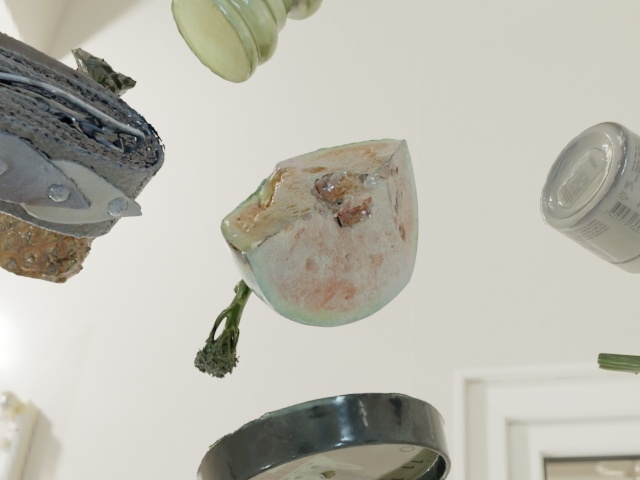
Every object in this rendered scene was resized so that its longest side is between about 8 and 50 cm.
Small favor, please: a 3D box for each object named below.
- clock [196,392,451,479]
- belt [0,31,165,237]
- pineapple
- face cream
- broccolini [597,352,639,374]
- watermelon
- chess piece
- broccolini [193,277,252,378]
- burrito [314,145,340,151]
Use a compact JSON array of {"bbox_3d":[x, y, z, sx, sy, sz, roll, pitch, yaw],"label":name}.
[{"bbox_3d":[0.010,0.351,1.471,0.386,0.386,0.076,63,-169,-56],"label":"clock"},{"bbox_3d":[-0.249,-0.078,0.804,0.218,0.128,0.122,24,-147,-35],"label":"belt"},{"bbox_3d":[-0.351,-0.105,1.324,0.141,0.170,0.310,16,-82,-40],"label":"pineapple"},{"bbox_3d":[0.425,-0.062,1.394,0.153,0.177,0.177,28,-137,-18],"label":"face cream"},{"bbox_3d":[0.367,0.127,0.979,0.123,0.271,0.062,28,-108,-26],"label":"broccolini"},{"bbox_3d":[-0.004,-0.002,1.306,0.322,0.175,0.188,-26,-63,-31],"label":"watermelon"},{"bbox_3d":[-0.059,-0.337,1.295,0.251,0.144,0.144,-44,-41,-23],"label":"chess piece"},{"bbox_3d":[-0.107,0.096,1.384,0.216,0.058,0.067,-63,-3,-24],"label":"broccolini"},{"bbox_3d":[0.013,-0.085,1.493,0.044,0.074,0.118,-85,-18,-71],"label":"burrito"}]
